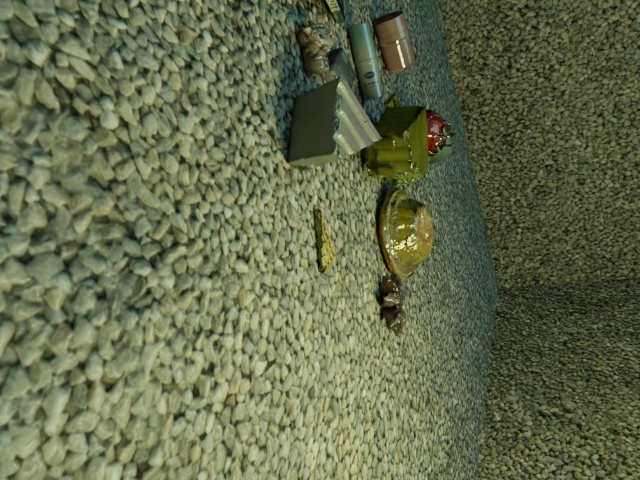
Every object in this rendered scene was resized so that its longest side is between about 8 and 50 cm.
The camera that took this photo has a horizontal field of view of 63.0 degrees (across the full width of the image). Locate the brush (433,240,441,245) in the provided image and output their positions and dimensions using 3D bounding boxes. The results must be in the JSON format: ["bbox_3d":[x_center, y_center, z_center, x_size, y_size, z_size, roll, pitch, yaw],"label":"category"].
[{"bbox_3d":[0.524,0.017,2.428,0.299,0.038,0.042,-2,88,-67],"label":"brush"}]

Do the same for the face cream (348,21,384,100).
[{"bbox_3d":[0.159,-0.620,1.819,0.077,0.077,0.250,-39,117,-60],"label":"face cream"}]

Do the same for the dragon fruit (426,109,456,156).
[{"bbox_3d":[0.422,-0.433,2.109,0.192,0.273,0.193,-135,-145,-79],"label":"dragon fruit"}]

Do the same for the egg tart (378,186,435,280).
[{"bbox_3d":[0.326,-0.029,1.919,0.352,0.149,0.353,21,66,-56],"label":"egg tart"}]

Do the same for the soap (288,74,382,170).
[{"bbox_3d":[0.050,-0.245,1.407,0.302,0.158,0.258,41,44,-50],"label":"soap"}]

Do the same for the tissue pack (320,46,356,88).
[{"bbox_3d":[0.056,-0.512,1.616,0.112,0.051,0.156,59,35,-34],"label":"tissue pack"}]

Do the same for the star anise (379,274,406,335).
[{"bbox_3d":[0.248,0.209,1.773,0.197,0.073,0.213,37,49,-58],"label":"star anise"}]

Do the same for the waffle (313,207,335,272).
[{"bbox_3d":[0.000,0.000,1.391,0.097,0.023,0.153,-55,132,-55],"label":"waffle"}]

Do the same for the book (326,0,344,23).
[{"bbox_3d":[0.009,-0.831,1.495,0.428,0.039,0.301,-36,117,-79],"label":"book"}]

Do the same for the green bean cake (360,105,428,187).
[{"bbox_3d":[0.254,-0.301,1.816,0.310,0.201,0.285,-52,141,-54],"label":"green bean cake"}]

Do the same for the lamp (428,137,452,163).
[{"bbox_3d":[0.470,-0.416,2.293,0.244,0.197,0.198,-45,126,-30],"label":"lamp"}]

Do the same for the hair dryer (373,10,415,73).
[{"bbox_3d":[0.319,-0.857,2.181,0.353,0.125,0.211,-73,145,-52],"label":"hair dryer"}]

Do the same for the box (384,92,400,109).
[{"bbox_3d":[0.301,-0.540,2.142,0.087,0.023,0.155,67,30,-22],"label":"box"}]

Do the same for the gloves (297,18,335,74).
[{"bbox_3d":[-0.009,-0.537,1.455,0.110,0.094,0.144,-43,130,-46],"label":"gloves"}]
